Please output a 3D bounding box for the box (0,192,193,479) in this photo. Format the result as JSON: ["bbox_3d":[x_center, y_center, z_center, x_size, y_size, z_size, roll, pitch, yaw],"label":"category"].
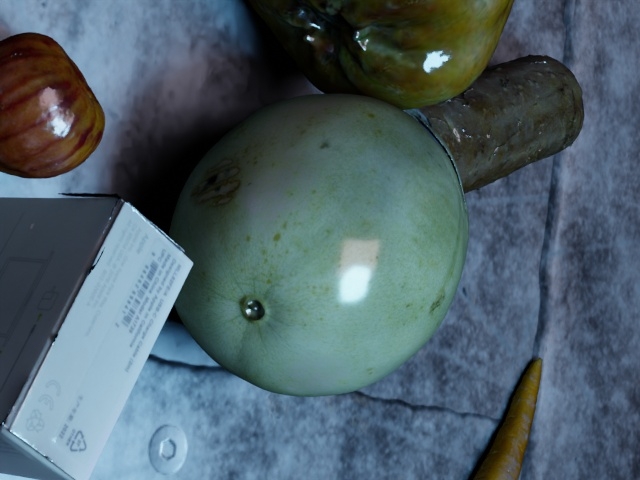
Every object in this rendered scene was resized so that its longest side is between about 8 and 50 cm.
[{"bbox_3d":[-0.250,0.072,1.555,0.106,0.251,0.203,43,60,-40],"label":"box"}]

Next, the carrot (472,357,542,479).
[{"bbox_3d":[0.209,0.220,2.181,0.048,0.048,0.216,48,54,-35],"label":"carrot"}]

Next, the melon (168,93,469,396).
[{"bbox_3d":[0.000,0.000,1.803,0.330,0.268,0.269,-48,126,-59],"label":"melon"}]

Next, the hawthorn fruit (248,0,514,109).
[{"bbox_3d":[0.078,-0.285,1.878,0.268,0.267,0.301,57,47,-30],"label":"hawthorn fruit"}]

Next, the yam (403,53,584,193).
[{"bbox_3d":[0.160,-0.116,2.066,0.279,0.131,0.131,-22,106,-44],"label":"yam"}]

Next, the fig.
[{"bbox_3d":[-0.247,-0.102,1.665,0.128,0.150,0.128,25,42,-25],"label":"fig"}]
